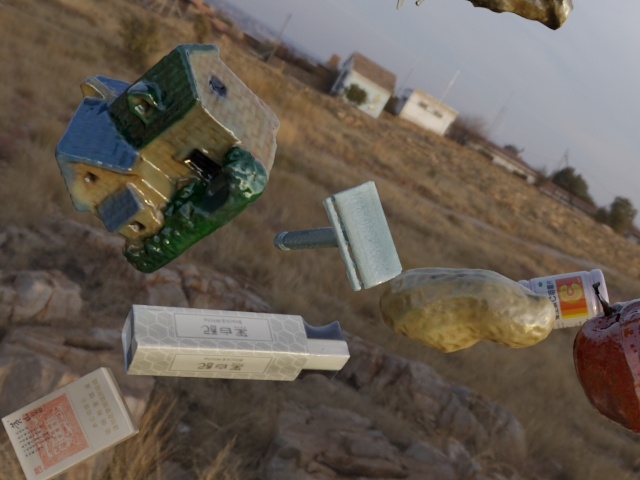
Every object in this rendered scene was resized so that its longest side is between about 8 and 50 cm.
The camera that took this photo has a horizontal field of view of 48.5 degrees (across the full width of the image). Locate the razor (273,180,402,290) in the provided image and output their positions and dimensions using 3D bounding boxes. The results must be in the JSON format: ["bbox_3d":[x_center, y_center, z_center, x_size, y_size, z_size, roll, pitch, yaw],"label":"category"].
[{"bbox_3d":[0.000,0.000,0.843,0.068,0.106,0.232,-21,7,-27],"label":"razor"}]

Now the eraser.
[{"bbox_3d":[-0.151,0.194,1.304,0.404,0.098,0.096,8,45,-25],"label":"eraser"}]

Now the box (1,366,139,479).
[{"bbox_3d":[-0.451,0.335,1.287,0.141,0.201,0.058,63,-5,11],"label":"box"}]

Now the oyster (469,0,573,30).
[{"bbox_3d":[0.083,-0.355,0.653,0.205,0.395,0.111,-10,-17,-5],"label":"oyster"}]

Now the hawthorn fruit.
[{"bbox_3d":[0.382,0.135,0.862,0.193,0.157,0.157,62,16,5],"label":"hawthorn fruit"}]

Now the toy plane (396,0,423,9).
[{"bbox_3d":[0.234,-0.574,1.402,0.088,0.262,0.192,47,-7,25],"label":"toy plane"}]

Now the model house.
[{"bbox_3d":[-0.332,-0.202,1.459,0.343,0.382,0.334,43,33,-31],"label":"model house"}]

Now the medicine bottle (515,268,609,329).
[{"bbox_3d":[0.564,0.150,1.729,0.250,0.133,0.133,-9,0,18],"label":"medicine bottle"}]

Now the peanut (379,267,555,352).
[{"bbox_3d":[0.320,0.158,1.581,0.388,0.192,0.169,2,11,19],"label":"peanut"}]
